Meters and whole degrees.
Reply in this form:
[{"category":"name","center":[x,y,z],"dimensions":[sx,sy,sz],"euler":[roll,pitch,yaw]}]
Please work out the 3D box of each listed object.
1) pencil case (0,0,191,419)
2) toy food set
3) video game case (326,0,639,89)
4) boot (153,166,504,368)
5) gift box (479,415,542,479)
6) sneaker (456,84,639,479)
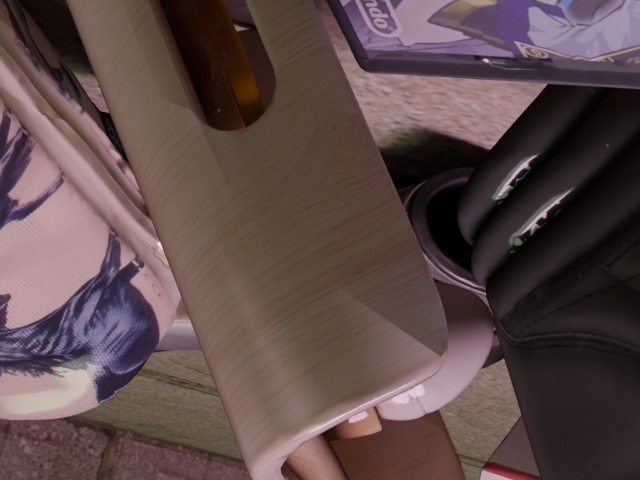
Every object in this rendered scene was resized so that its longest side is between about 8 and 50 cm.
[{"category":"pencil case","center":[-0.167,-0.052,0.630],"dimensions":[0.184,0.160,0.410],"euler":[-11,159,8]},{"category":"toy food set","center":[-0.008,-0.027,0.553],"dimensions":[0.092,0.219,0.306],"euler":[-22,164,-2]},{"category":"video game case","center":[0.081,-0.115,0.279],"dimensions":[0.248,0.035,0.275],"euler":[6,149,26]},{"category":"boot","center":[0.000,0.000,0.877],"dimensions":[0.338,0.118,0.223],"euler":[7,168,-27]},{"category":"gift box","center":[0.216,0.182,1.007],"dimensions":[0.255,0.258,0.276],"euler":[14,-154,15]},{"category":"sneaker","center":[0.165,-0.033,0.486],"dimensions":[0.296,0.147,0.104],"euler":[-33,163,15]}]
